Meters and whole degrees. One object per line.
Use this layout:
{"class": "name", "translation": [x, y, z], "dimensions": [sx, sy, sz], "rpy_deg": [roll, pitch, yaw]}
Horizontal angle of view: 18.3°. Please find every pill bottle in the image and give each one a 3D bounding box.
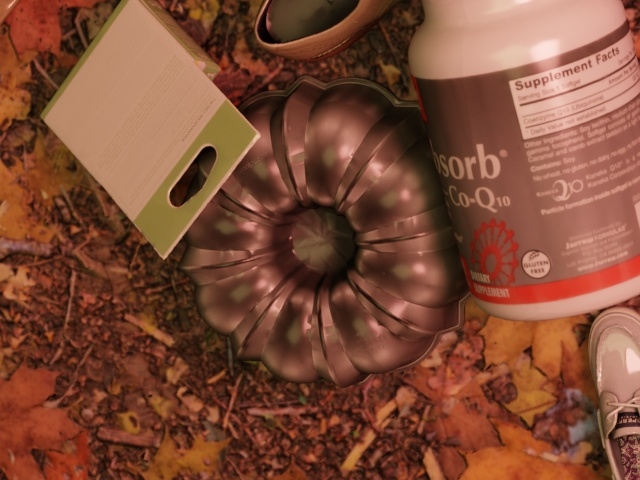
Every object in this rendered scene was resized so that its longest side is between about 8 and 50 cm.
{"class": "pill bottle", "translation": [0.201, -0.125, 1.868], "dimensions": [0.210, 0.210, 0.363], "rpy_deg": [-12, 105, 16]}

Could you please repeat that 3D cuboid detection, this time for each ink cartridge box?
{"class": "ink cartridge box", "translation": [-0.165, -0.116, 2.022], "dimensions": [0.235, 0.056, 0.171], "rpy_deg": [47, 109, 26]}

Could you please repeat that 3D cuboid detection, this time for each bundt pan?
{"class": "bundt pan", "translation": [0.000, 0.000, 2.012], "dimensions": [0.330, 0.124, 0.331], "rpy_deg": [3, 100, 14]}

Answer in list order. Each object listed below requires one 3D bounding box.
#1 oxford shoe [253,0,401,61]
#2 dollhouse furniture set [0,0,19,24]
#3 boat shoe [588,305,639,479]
{"class": "oxford shoe", "translation": [0.075, -0.293, 1.931], "dimensions": [0.123, 0.130, 0.348], "rpy_deg": [46, 107, 3]}
{"class": "dollhouse furniture set", "translation": [-0.382, -0.306, 1.986], "dimensions": [0.135, 0.262, 0.259], "rpy_deg": [38, 88, 7]}
{"class": "boat shoe", "translation": [0.318, 0.180, 1.985], "dimensions": [0.079, 0.081, 0.228], "rpy_deg": [-12, 98, 16]}
